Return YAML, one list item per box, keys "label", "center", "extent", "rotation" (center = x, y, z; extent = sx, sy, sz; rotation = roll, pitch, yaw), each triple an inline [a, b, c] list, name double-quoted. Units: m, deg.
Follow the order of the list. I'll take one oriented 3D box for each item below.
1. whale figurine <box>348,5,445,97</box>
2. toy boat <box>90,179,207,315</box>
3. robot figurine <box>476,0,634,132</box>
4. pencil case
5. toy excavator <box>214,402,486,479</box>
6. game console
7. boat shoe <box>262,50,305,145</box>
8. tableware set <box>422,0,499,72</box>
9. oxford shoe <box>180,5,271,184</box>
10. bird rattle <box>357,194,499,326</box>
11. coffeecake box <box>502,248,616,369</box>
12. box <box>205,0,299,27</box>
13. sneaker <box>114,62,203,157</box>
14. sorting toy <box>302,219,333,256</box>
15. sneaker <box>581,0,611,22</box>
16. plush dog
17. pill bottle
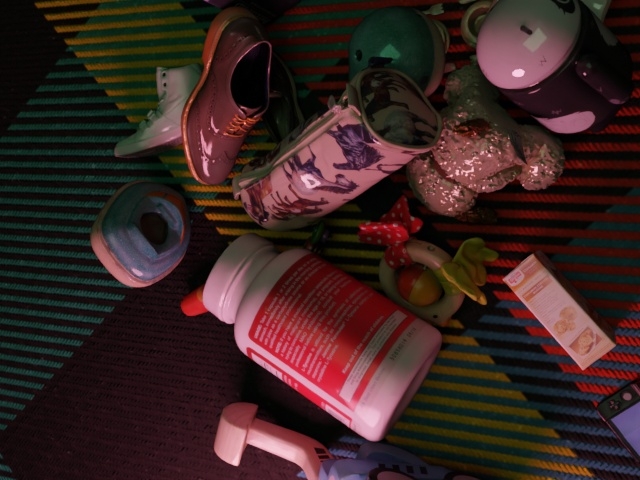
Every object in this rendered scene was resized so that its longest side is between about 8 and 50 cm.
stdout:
- label: "whale figurine"
  center: [0.099, -0.276, 1.236]
  extent: [0.216, 0.141, 0.272]
  rotation: [57, 135, 31]
- label: "toy boat"
  center: [-0.295, 0.018, 1.419]
  extent: [0.148, 0.268, 0.318]
  rotation: [-26, 114, 29]
- label: "robot figurine"
  center: [0.365, -0.276, 1.084]
  extent: [0.209, 0.278, 0.174]
  rotation: [-12, 61, 49]
- label: "pencil case"
  center: [0.008, -0.145, 1.211]
  extent: [0.410, 0.183, 0.160]
  rotation: [-29, 47, 50]
- label: "toy excavator"
  center: [0.044, 0.456, 1.300]
  extent: [0.432, 0.445, 0.223]
  rotation: [11, 98, -20]
- label: "game console"
  center: [0.539, 0.305, 1.142]
  extent: [0.124, 0.085, 0.144]
  rotation: [-40, 77, 19]
- label: "boat shoe"
  center: [-0.089, -0.278, 1.376]
  extent: [0.080, 0.073, 0.224]
  rotation: [-23, 84, 22]
- label: "tableware set"
  center: [0.238, -0.370, 1.254]
  extent: [0.194, 0.039, 0.128]
  rotation: [-13, 88, 23]
- label: "oxford shoe"
  center: [-0.175, -0.243, 1.332]
  extent: [0.133, 0.129, 0.364]
  rotation: [51, 138, 39]
- label: "bird rattle"
  center: [0.174, 0.057, 1.248]
  extent: [0.253, 0.143, 0.207]
  rotation: [21, 131, 11]
- label: "coffeecake box"
  center: [0.394, 0.107, 1.160]
  extent: [0.068, 0.142, 0.185]
  rotation: [-44, 77, 18]
- label: "box"
  center: [-0.066, -0.598, 1.231]
  extent: [0.395, 0.293, 0.212]
  rotation: [-31, 81, 21]
- label: "sneaker"
  center: [-0.332, -0.273, 1.466]
  extent: [0.255, 0.094, 0.151]
  rotation: [-22, 90, 12]
- label: "sorting toy"
  center: [0.000, 0.000, 1.365]
  extent: [0.042, 0.061, 0.102]
  rotation: [25, 142, -9]
- label: "sneaker"
  center: [0.419, -0.473, 1.145]
  extent: [0.169, 0.108, 0.293]
  rotation: [11, 107, 20]
- label: "plush dog"
  center: [0.242, -0.135, 1.203]
  extent: [0.262, 0.210, 0.225]
  rotation: [48, 134, 14]
- label: "pill bottle"
  center: [-0.005, 0.159, 1.283]
  extent: [0.407, 0.229, 0.229]
  rotation: [32, 104, 18]
